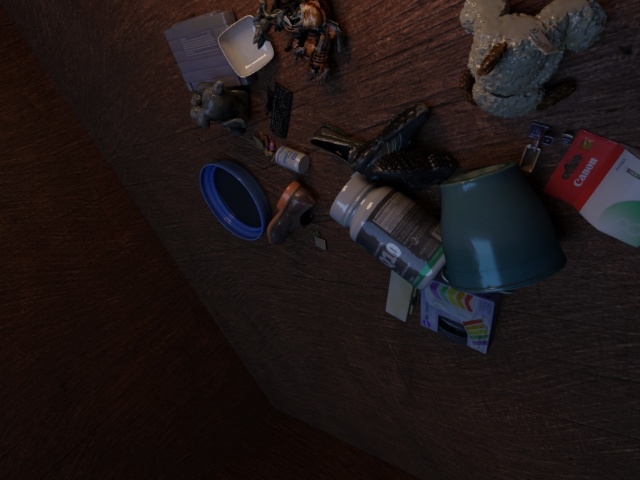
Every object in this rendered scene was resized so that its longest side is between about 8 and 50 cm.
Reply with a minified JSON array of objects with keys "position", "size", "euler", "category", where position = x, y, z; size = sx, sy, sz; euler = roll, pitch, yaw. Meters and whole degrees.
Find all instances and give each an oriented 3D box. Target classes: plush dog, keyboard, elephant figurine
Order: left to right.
[{"position":[-0.314,-0.453,1.430],"size":[0.186,0.239,0.170],"euler":[42,112,42],"category":"elephant figurine"},{"position":[-0.152,-0.434,1.381],"size":[0.100,0.038,0.192],"euler":[36,143,15],"category":"keyboard"},{"position":[0.379,-0.334,0.810],"size":[0.262,0.211,0.225],"euler":[24,166,32],"category":"plush dog"}]

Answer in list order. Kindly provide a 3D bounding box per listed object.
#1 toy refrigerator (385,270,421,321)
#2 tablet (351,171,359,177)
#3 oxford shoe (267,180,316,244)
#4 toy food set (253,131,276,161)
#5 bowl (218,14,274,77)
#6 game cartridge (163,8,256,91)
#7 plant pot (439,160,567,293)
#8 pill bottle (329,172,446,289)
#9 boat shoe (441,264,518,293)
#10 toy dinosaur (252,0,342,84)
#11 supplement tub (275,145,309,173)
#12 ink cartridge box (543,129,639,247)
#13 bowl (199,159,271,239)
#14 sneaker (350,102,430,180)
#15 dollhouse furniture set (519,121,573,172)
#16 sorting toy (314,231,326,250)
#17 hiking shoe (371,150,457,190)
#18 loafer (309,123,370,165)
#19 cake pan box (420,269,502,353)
[{"position":[0.302,0.154,1.422],"size":[0.094,0.102,0.270],"euler":[27,140,26],"category":"toy refrigerator"},{"position":[0.137,-0.205,1.326],"size":[0.054,0.006,0.083],"euler":[50,146,-4],"category":"tablet"},{"position":[-0.116,-0.072,1.627],"size":[0.132,0.130,0.364],"euler":[36,145,5],"category":"oxford shoe"},{"position":[-0.200,-0.358,1.526],"size":[0.122,0.019,0.078],"euler":[55,145,2],"category":"toy food set"},{"position":[-0.220,-0.588,1.248],"size":[0.141,0.053,0.142],"euler":[-27,109,16],"category":"bowl"},{"position":[-0.383,-0.642,1.406],"size":[0.354,0.068,0.230],"euler":[13,129,39],"category":"game cartridge"},{"position":[0.410,-0.044,0.989],"size":[0.271,0.271,0.255],"euler":[-10,103,51],"category":"plant pot"},{"position":[0.219,-0.035,1.233],"size":[0.361,0.204,0.204],"euler":[38,144,14],"category":"pill bottle"},{"position":[0.458,0.097,1.150],"size":[0.227,0.081,0.069],"euler":[9,159,-2],"category":"boat shoe"},{"position":[-0.044,-0.579,1.070],"size":[0.218,0.164,0.322],"euler":[12,116,20],"category":"toy dinosaur"},{"position":[-0.099,-0.285,1.443],"size":[0.107,0.071,0.071],"euler":[25,140,28],"category":"supplement tub"},{"position":[0.616,-0.110,0.870],"size":[0.224,0.056,0.181],"euler":[30,142,21],"category":"ink cartridge box"},{"position":[-0.380,-0.182,1.839],"size":[0.391,0.077,0.391],"euler":[28,141,25],"category":"bowl"},{"position":[0.202,-0.262,1.117],"size":[0.106,0.101,0.267],"euler":[36,133,-19],"category":"sneaker"},{"position":[0.485,-0.185,0.908],"size":[0.091,0.081,0.114],"euler":[27,141,27],"category":"dollhouse furniture set"},{"position":[0.000,0.000,1.669],"size":[0.062,0.012,0.083],"euler":[31,146,30],"category":"sorting toy"},{"position":[0.244,-0.171,1.090],"size":[0.226,0.086,0.114],"euler":[-1,143,-7],"category":"hiking shoe"},{"position":[0.086,-0.266,1.251],"size":[0.267,0.084,0.096],"euler":[31,142,22],"category":"loafer"},{"position":[0.456,0.233,1.367],"size":[0.245,0.070,0.267],"euler":[23,139,34],"category":"cake pan box"}]
